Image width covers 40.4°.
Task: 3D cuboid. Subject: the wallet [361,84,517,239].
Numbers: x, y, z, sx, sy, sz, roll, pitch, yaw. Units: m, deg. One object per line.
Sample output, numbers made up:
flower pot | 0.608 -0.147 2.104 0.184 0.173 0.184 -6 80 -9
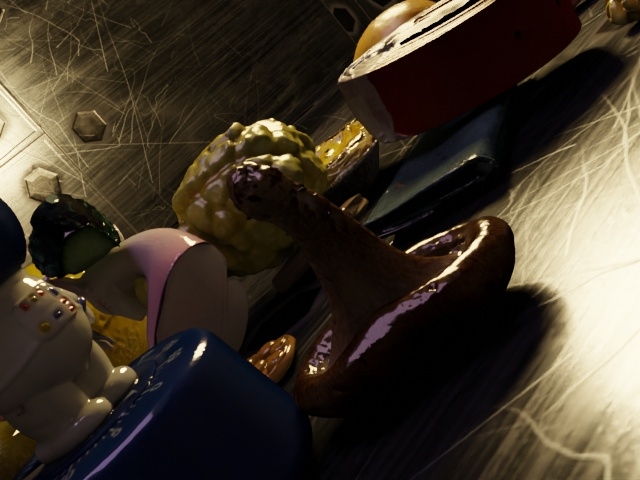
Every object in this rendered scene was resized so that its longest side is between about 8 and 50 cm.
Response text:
wallet | 0.174 -0.128 1.133 0.191 0.046 0.379 -34 14 31

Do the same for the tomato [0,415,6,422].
tomato | -0.553 0.326 1.533 0.195 0.136 0.195 -40 9 8

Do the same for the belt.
belt | 0.175 -0.249 1.152 0.324 0.115 0.227 -29 17 14

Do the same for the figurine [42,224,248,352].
figurine | -0.247 0.117 1.191 0.206 0.284 0.316 -37 33 -30

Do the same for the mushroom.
mushroom | 0.025 0.008 0.691 0.227 0.217 0.148 -40 11 -7

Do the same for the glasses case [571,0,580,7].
glasses case | 0.344 -0.351 1.399 0.194 0.049 0.073 -37 11 16

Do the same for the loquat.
loquat | 0.155 -0.274 1.370 0.208 0.208 0.208 -39 12 10

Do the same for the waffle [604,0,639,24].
waffle | 0.456 -0.352 1.050 0.249 0.056 0.253 -34 13 29

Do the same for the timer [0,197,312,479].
timer | -0.221 0.108 0.696 0.270 0.383 0.270 -38 13 11

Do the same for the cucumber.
cucumber | -0.329 -0.011 1.139 0.115 0.085 0.193 -26 26 -19

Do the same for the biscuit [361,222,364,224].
biscuit | 0.035 0.012 1.107 0.087 0.027 0.089 -36 14 19

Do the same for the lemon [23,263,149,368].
lemon | -0.403 0.145 1.428 0.258 0.258 0.310 -28 18 46

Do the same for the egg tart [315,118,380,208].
egg tart | 0.022 -0.103 1.404 0.234 0.094 0.234 -36 14 10

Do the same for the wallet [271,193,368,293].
wallet | 0.000 0.000 1.181 0.152 0.039 0.118 -48 -1 21

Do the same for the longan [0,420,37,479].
longan | -0.414 0.324 1.150 0.145 0.176 0.155 5 0 12

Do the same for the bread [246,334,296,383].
bread | -0.067 0.144 0.953 0.110 0.024 0.110 -37 13 10

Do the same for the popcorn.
popcorn | -0.093 -0.059 1.211 0.255 0.195 0.256 -46 15 50
